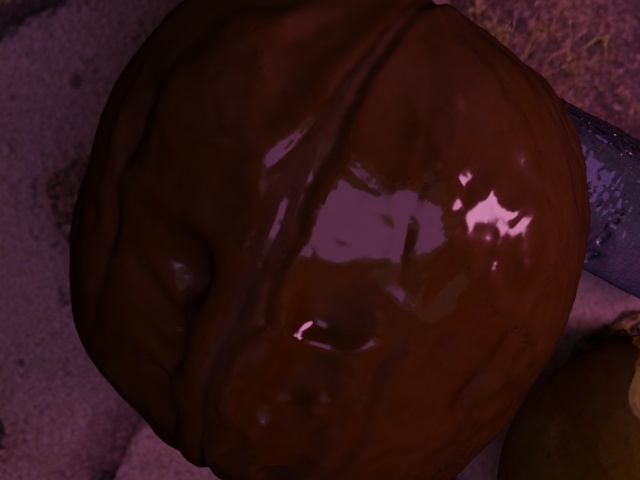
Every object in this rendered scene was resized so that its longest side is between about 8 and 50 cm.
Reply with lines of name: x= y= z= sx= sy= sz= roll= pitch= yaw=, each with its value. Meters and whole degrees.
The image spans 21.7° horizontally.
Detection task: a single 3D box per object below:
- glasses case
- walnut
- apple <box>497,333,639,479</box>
glasses case: x=0.220 y=-0.032 z=1.301 sx=0.282 sy=0.067 sz=0.109 roll=28 pitch=113 yaw=-12
walnut: x=0.000 y=0.000 z=1.157 sx=0.354 sy=0.308 sz=0.398 roll=29 pitch=122 yaw=21
apple: x=0.267 y=0.211 z=1.332 sx=0.246 sy=0.226 sz=0.246 roll=-3 pitch=117 yaw=-5
